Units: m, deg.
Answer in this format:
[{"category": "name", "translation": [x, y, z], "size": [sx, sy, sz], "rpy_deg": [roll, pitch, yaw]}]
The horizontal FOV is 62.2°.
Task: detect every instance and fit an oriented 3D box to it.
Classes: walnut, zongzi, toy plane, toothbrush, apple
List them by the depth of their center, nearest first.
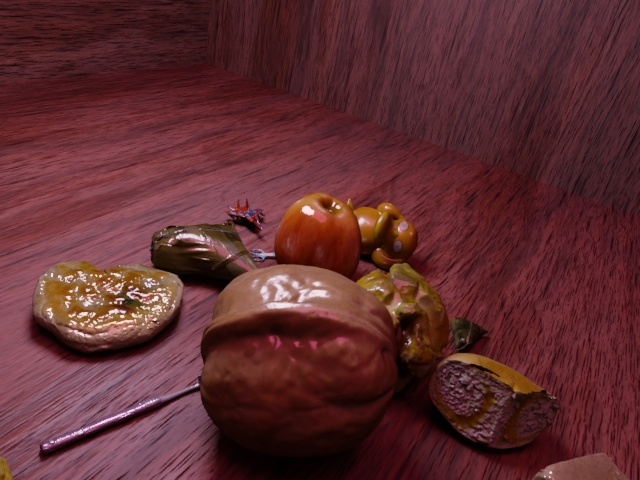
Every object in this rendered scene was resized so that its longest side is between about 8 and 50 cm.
[{"category": "walnut", "translation": [-0.039, 0.214, 0.990], "size": [0.382, 0.381, 0.381], "rpy_deg": [10, 29, -5]}, {"category": "toothbrush", "translation": [-0.337, 0.310, 0.998], "size": [0.354, 0.029, 0.024], "rpy_deg": [-15, 26, -40]}, {"category": "zongzi", "translation": [-0.293, 0.062, 1.370], "size": [0.251, 0.125, 0.274], "rpy_deg": [-7, 40, -33]}, {"category": "zongzi", "translation": [0.399, 0.256, 1.382], "size": [0.113, 0.052, 0.104], "rpy_deg": [22, 35, -10]}, {"category": "apple", "translation": [0.000, 0.000, 1.469], "size": [0.242, 0.240, 0.242], "rpy_deg": [10, 26, -5]}, {"category": "toy plane", "translation": [-0.225, -0.069, 1.693], "size": [0.130, 0.061, 0.189], "rpy_deg": [-5, 38, -31]}]

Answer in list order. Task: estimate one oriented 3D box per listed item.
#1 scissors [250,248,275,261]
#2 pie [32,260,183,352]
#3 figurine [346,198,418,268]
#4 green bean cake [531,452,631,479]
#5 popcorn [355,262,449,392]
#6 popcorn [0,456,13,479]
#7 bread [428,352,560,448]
[{"category": "scissors", "translation": [-0.145, 0.045, 1.565], "size": [0.119, 0.014, 0.058], "rpy_deg": [3, 34, -12]}, {"category": "pie", "translation": [-0.474, 0.133, 1.212], "size": [0.338, 0.075, 0.337], "rpy_deg": [11, 28, -6]}, {"category": "figurine", "translation": [0.178, -0.022, 1.658], "size": [0.228, 0.215, 0.215], "rpy_deg": [7, 18, 44]}, {"category": "green bean cake", "translation": [0.491, 0.472, 0.985], "size": [0.179, 0.085, 0.109], "rpy_deg": [1, 32, -23]}, {"category": "popcorn", "translation": [0.165, 0.194, 1.205], "size": [0.277, 0.225, 0.276], "rpy_deg": [7, 26, -4]}, {"category": "popcorn", "translation": [-0.515, 0.371, 0.726], "size": [0.174, 0.142, 0.173], "rpy_deg": [19, 45, -21]}, {"category": "bread", "translation": [0.362, 0.336, 1.128], "size": [0.261, 0.158, 0.156], "rpy_deg": [26, 12, 17]}]
